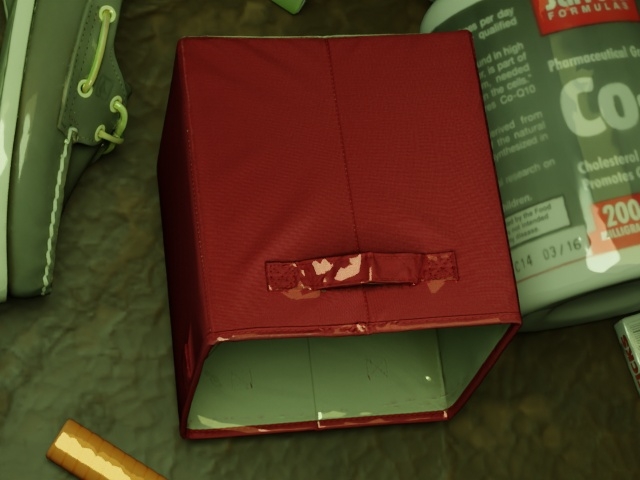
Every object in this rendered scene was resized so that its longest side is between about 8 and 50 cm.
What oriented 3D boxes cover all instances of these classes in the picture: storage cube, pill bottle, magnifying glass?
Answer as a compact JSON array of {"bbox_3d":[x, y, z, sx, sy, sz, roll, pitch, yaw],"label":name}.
[{"bbox_3d":[0.000,0.000,1.046,0.184,0.215,0.193,-3,68,-11],"label":"storage cube"},{"bbox_3d":[0.157,-0.095,1.122,0.161,0.161,0.283,-11,77,-13],"label":"pill bottle"},{"bbox_3d":[-0.068,0.185,1.074,0.231,0.026,0.092,32,71,0],"label":"magnifying glass"}]

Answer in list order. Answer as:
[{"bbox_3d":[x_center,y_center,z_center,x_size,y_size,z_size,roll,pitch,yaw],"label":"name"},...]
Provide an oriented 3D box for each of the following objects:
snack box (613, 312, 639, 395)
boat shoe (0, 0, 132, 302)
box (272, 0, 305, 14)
[{"bbox_3d":[0.260,0.130,1.151,0.064,0.022,0.178,-15,78,-15],"label":"snack box"},{"bbox_3d":[-0.164,-0.106,1.094,0.091,0.109,0.305,8,77,-15],"label":"boat shoe"},{"bbox_3d":[-0.086,-0.339,1.205,0.322,0.058,0.232,33,71,1],"label":"box"}]
